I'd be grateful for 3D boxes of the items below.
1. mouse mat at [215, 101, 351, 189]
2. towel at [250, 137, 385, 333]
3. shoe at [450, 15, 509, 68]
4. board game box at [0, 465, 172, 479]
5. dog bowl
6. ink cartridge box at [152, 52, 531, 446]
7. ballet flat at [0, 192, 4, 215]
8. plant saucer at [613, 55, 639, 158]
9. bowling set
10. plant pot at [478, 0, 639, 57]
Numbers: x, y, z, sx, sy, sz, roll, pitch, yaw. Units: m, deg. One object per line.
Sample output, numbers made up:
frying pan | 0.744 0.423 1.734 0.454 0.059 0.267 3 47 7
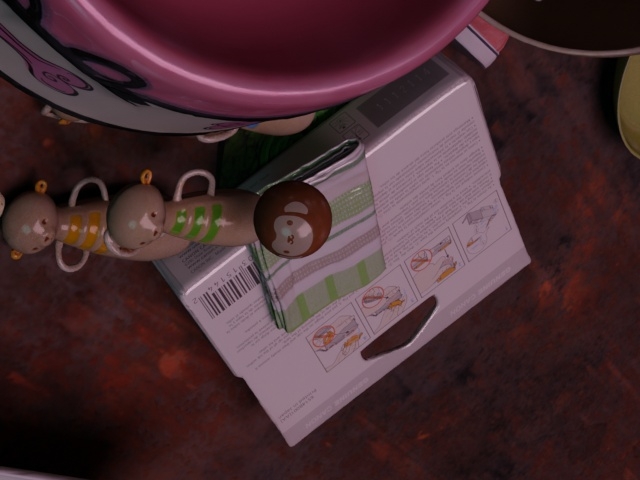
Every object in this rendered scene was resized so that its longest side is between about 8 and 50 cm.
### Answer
mouse mat | -0.015 -0.103 1.076 0.153 0.007 0.189 -13 130 -33
towel | 0.000 0.000 1.049 0.113 0.023 0.152 -30 137 -15
shoe | 0.113 -0.210 1.059 0.081 0.063 0.178 -53 144 5
board game box | -0.291 0.322 0.994 0.390 0.050 0.390 22 106 -46
dog bowl | -0.043 -0.250 0.726 0.408 0.150 0.408 -8 107 -27
ink cartridge box | 0.030 0.014 1.153 0.296 0.066 0.261 -37 140 -8
ballet flat | -0.288 -0.024 0.874 0.173 0.049 0.057 5 119 -42
plant saucer | 0.374 -0.190 1.310 0.241 0.037 0.241 -23 134 -26
bowling set | -0.090 -0.070 0.901 0.154 0.200 0.287 2 116 -40
plant pot | 0.229 -0.269 0.981 0.284 0.284 0.191 -58 163 13
